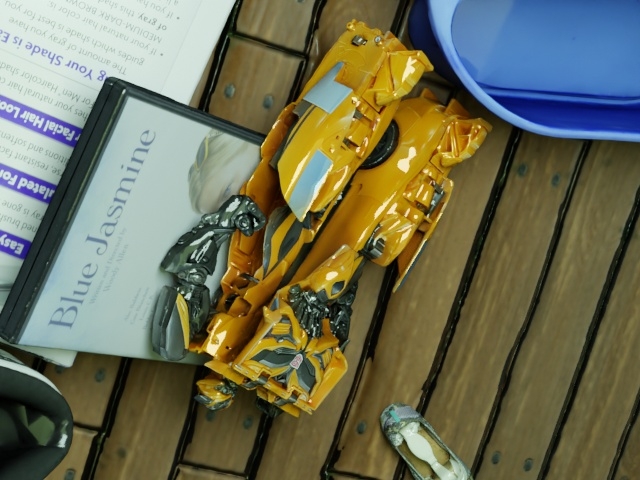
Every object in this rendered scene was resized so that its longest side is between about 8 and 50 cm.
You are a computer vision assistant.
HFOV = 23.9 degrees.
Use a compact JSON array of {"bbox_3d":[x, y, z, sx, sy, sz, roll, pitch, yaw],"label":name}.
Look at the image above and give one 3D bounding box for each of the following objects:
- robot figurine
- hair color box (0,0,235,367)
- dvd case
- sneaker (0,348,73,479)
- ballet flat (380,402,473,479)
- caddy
[{"bbox_3d":[0.000,0.000,1.096,0.211,0.085,0.291,36,83,-50],"label":"robot figurine"},{"bbox_3d":[-0.194,-0.105,1.035,0.185,0.110,0.339,23,94,-23],"label":"hair color box"},{"bbox_3d":[-0.104,-0.003,1.049,0.253,0.022,0.180,16,101,-60],"label":"dvd case"},{"bbox_3d":[-0.358,0.098,0.900,0.447,0.257,0.169,2,86,-34],"label":"sneaker"},{"bbox_3d":[0.090,0.180,1.227,0.041,0.041,0.114,-42,111,-3],"label":"ballet flat"},{"bbox_3d":[0.225,-0.196,1.101,0.341,0.179,0.241,2,104,-17],"label":"caddy"}]
